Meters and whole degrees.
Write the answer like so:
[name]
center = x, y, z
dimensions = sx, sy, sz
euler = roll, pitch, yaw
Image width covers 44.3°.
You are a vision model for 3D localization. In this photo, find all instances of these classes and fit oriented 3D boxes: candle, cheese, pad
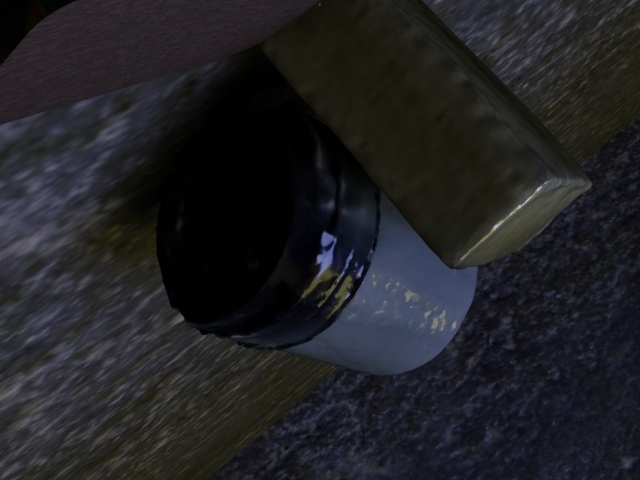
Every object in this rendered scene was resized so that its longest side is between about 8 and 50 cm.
[candle]
center = 0.023, 0.017, 0.788
dimensions = 0.343, 0.221, 0.221
euler = 21, 119, -44
[cheese]
center = 0.094, -0.112, 0.684
dimensions = 0.124, 0.265, 0.242
euler = -44, 164, 17
[pad]
center = -0.080, -0.126, 0.472
dimensions = 0.176, 0.002, 0.266
euler = -21, -173, 46

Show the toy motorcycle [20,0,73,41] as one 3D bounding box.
[toy motorcycle]
center = -0.097, -0.176, 0.436
dimensions = 0.106, 0.074, 0.190
euler = -9, 146, -46
